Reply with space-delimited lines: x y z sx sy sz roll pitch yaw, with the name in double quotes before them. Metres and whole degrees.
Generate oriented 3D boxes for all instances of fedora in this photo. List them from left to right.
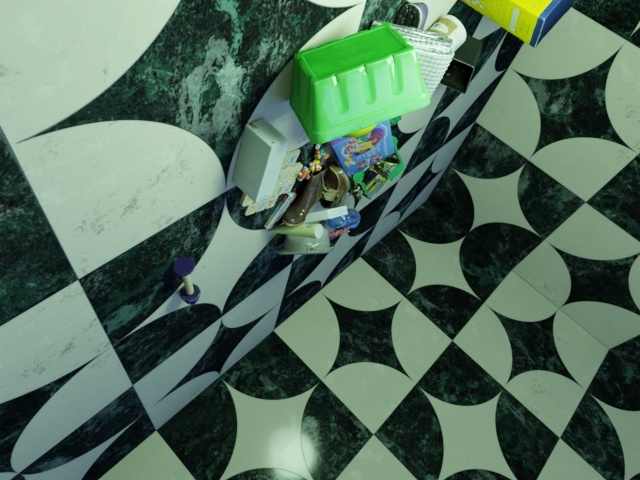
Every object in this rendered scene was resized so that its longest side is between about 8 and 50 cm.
"fedora" -0.070 -0.012 2.093 0.243 0.276 0.124 -94 -176 -81

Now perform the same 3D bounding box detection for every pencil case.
"pencil case" 0.126 -0.122 2.448 0.306 0.133 0.119 -3 97 -69

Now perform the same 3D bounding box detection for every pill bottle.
"pill bottle" 0.436 -0.739 1.751 0.229 0.131 0.131 -46 164 -4

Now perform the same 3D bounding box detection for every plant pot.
"plant pot" 0.612 -0.798 2.008 0.167 0.188 0.188 -56 166 -13

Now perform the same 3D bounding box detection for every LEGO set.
"LEGO set" 0.225 -0.361 2.147 0.331 0.192 0.255 -50 135 -1

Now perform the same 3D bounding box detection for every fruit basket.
"fruit basket" 0.104 -0.406 1.350 0.392 0.282 0.392 -15 142 -13

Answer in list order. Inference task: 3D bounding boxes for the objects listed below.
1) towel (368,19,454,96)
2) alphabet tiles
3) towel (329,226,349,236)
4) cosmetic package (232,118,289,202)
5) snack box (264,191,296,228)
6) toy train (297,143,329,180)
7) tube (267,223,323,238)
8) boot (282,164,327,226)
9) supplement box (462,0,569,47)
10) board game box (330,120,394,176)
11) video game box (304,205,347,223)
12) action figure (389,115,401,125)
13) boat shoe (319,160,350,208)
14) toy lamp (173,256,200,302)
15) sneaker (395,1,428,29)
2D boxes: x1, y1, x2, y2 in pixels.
"towel" 0.259 -0.576 1.490 0.235 0.284 0.121 116 -21 -61
"alphabet tiles" -0.173 -0.207 1.656 0.284 0.021 0.278 -27 155 -52
"towel" 0.000 0.000 2.374 0.275 0.031 0.199 -17 174 -38
"cosmetic package" -0.184 -0.238 1.380 0.085 0.117 0.231 -34 161 -41
"snack box" -0.165 -0.123 1.875 0.178 0.022 0.064 -54 165 22
"toy train" -0.020 -0.298 1.753 0.166 0.046 0.125 -57 171 22
"tube" -0.101 -0.046 1.921 0.070 0.240 0.062 42 60 -51
"boot" -0.064 -0.187 1.866 0.248 0.090 0.206 -48 162 -46
"supplement box" 0.705 -0.904 1.633 0.194 0.356 0.195 -48 165 6
"board game box" 0.167 -0.394 1.827 0.233 0.078 0.347 -27 164 6
"video game box" -0.008 -0.112 2.059 0.205 0.048 0.187 -9 -173 31
"action figure" 0.307 -0.553 1.991 0.137 0.063 0.232 -55 159 18
"boat shoe" 0.051 -0.227 2.017 0.120 0.122 0.324 -38 163 -13
"toy lamp" -0.478 0.155 1.642 0.080 0.080 0.274 -38 160 -29
"sneaker" 0.300 -0.684 1.594 0.124 0.107 0.283 -41 164 -42
